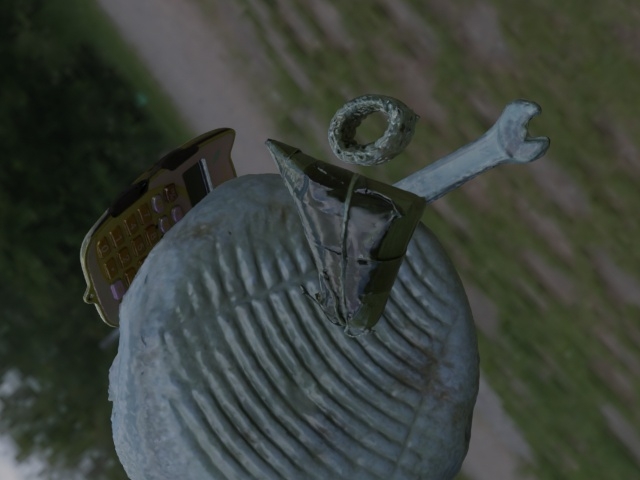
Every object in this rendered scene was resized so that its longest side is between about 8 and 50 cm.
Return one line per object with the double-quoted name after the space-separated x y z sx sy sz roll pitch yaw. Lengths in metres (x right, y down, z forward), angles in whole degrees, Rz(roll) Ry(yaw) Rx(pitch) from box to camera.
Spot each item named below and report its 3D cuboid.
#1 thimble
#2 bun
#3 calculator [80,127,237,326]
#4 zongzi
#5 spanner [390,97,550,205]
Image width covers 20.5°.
0.067 -0.140 2.214 0.062 0.110 0.084 -1 -108 -66 "thimble"
-0.023 0.112 1.559 0.354 0.354 0.194 50 160 -9 "bun"
-0.167 -0.012 1.852 0.033 0.236 0.157 26 145 33 "calculator"
0.000 0.000 1.216 0.119 0.109 0.055 22 -169 11 "zongzi"
0.089 -0.044 1.698 0.017 0.302 0.071 12 -127 -61 "spanner"
